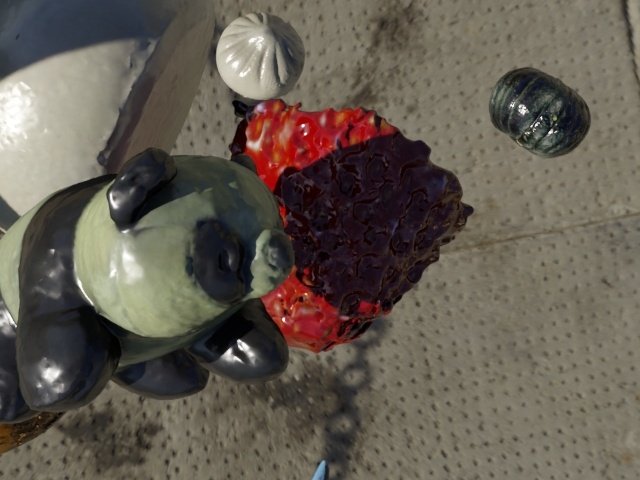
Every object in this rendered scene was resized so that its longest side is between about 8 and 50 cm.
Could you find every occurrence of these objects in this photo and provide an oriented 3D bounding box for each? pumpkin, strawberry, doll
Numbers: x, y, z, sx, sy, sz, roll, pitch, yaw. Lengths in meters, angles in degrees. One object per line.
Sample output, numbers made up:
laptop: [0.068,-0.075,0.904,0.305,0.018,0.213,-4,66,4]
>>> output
pumpkin: [0.463,-0.272,1.833,0.221,0.220,0.161,29,100,-6]
strawberry: [0.000,0.000,0.740,0.234,0.234,0.178,23,65,-6]
doll: [-0.108,0.027,0.478,0.144,0.234,0.135,-3,82,-38]

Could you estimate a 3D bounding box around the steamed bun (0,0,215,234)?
steamed bun: [-0.218,-0.129,0.750,0.177,0.283,0.283,25,86,-4]

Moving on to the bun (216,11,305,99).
bun: [-0.087,-0.287,1.296,0.138,0.094,0.138,3,71,-10]

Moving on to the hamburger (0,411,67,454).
hamburger: [-0.532,0.209,1.400,0.284,0.304,0.174,-40,51,-15]

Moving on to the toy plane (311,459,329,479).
toy plane: [-0.009,0.397,1.088,0.078,0.169,0.246,15,89,-30]
